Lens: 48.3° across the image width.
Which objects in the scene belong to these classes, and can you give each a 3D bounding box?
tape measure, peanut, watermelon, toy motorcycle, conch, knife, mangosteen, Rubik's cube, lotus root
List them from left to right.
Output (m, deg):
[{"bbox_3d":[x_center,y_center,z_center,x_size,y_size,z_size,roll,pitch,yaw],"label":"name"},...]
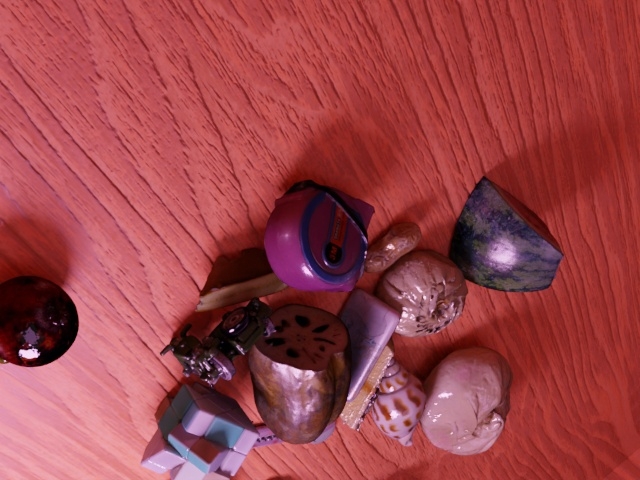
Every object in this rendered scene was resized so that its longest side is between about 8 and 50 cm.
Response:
[{"bbox_3d":[-0.556,0.157,1.330,0.199,0.200,0.200,-17,128,-23],"label":"mangosteen"},{"bbox_3d":[-0.280,0.475,1.663,0.224,0.265,0.213,33,89,-29],"label":"Rubik's cube"},{"bbox_3d":[-0.220,0.216,1.568,0.127,0.275,0.205,49,62,-16],"label":"toy motorcycle"},{"bbox_3d":[-0.120,0.533,1.952,0.398,0.038,0.132,0,118,-33],"label":"knife"},{"bbox_3d":[-0.049,0.340,1.731,0.250,0.250,0.346,-16,129,-23],"label":"lotus root"},{"bbox_3d":[0.000,0.000,1.547,0.245,0.149,0.232,28,68,-37],"label":"tape measure"},{"bbox_3d":[0.174,0.016,1.754,0.174,0.080,0.080,-39,134,-4],"label":"peanut"},{"bbox_3d":[0.222,0.461,2.049,0.148,0.183,0.275,8,107,-5],"label":"conch"},{"bbox_3d":[0.518,-0.031,1.876,0.293,0.283,0.250,-52,155,-27],"label":"watermelon"}]

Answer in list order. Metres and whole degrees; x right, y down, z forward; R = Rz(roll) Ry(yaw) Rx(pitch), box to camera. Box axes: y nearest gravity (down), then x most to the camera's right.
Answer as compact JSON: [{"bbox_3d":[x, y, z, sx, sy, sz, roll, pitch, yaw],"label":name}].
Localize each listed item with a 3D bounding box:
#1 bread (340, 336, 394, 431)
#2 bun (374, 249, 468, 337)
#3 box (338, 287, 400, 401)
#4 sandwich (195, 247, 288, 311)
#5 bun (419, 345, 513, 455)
[{"bbox_3d":[0.112,0.353,1.927,0.266,0.141,0.178,-62,172,16],"label":"bread"},{"bbox_3d":[0.275,0.156,1.870,0.259,0.152,0.259,-18,128,-25],"label":"bun"},{"bbox_3d":[0.087,0.271,1.841,0.285,0.142,0.044,-63,164,18],"label":"box"},{"bbox_3d":[-0.174,0.083,1.573,0.244,0.088,0.090,-16,137,-28],"label":"sandwich"},{"bbox_3d":[0.462,0.494,2.168,0.361,0.213,0.361,-22,129,-31],"label":"bun"}]
